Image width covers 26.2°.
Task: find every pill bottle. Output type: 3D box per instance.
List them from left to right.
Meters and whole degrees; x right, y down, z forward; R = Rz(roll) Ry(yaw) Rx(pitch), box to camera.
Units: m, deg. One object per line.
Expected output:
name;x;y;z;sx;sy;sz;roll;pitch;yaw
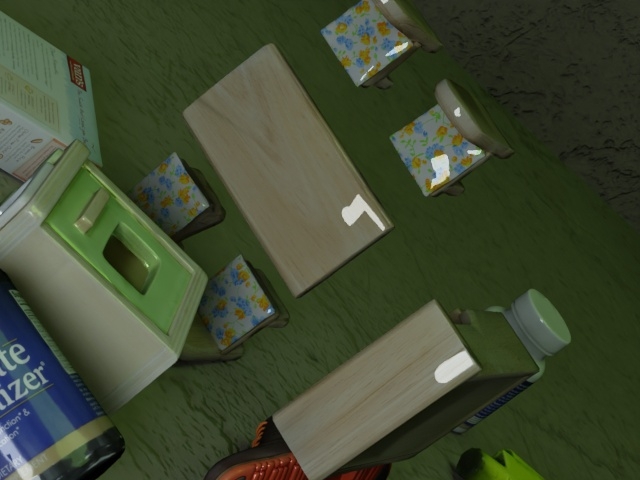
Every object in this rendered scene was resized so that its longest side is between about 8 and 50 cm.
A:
pill bottle;-0.245;0.093;0.963;0.219;0.123;0.123;53;21;6
pill bottle;0.218;0.148;1.738;0.112;0.186;0.112;43;22;-22

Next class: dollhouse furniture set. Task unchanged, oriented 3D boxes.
dollhouse furniture set;0.000;0.000;1.256;0.394;0.362;0.256;57;15;15

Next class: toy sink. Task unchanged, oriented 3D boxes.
toy sink;-0.221;0.016;1.130;0.234;0.131;0.153;45;21;-13

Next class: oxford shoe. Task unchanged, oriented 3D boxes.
oxford shoe;-0.040;0.213;1.269;0.098;0.097;0.271;34;10;28

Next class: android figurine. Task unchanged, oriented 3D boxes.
android figurine;0.273;0.364;1.674;0.273;0.056;0.248;39;23;-28

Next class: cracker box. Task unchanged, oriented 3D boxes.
cracker box;-0.319;-0.154;1.307;0.232;0.067;0.156;33;28;-37
